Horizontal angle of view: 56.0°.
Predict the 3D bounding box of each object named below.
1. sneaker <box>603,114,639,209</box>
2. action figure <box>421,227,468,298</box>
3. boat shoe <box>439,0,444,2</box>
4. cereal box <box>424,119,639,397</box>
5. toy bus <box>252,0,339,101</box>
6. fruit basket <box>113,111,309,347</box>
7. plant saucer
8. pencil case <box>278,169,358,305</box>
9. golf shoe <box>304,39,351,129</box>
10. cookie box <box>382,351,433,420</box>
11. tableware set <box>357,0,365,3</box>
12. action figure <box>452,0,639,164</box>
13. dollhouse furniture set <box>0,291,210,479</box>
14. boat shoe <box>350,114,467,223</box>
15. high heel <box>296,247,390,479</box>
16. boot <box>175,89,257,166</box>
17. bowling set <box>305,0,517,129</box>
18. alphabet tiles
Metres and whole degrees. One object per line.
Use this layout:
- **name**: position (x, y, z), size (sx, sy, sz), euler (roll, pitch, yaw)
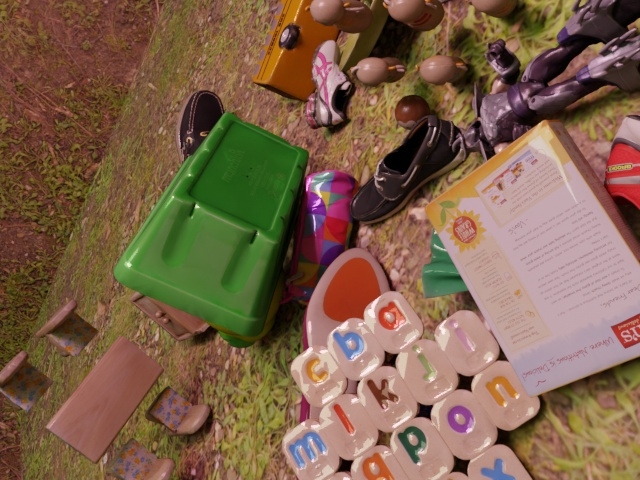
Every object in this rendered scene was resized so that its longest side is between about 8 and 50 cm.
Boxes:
- **sneaker**: position (0.363, -0.017, 0.520), size (0.279, 0.107, 0.118), euler (-126, 42, -54)
- **action figure**: position (0.234, 0.007, 0.701), size (0.232, 0.064, 0.137), euler (-5, 70, 47)
- **boat shoe**: position (0.205, -0.427, 0.900), size (0.306, 0.105, 0.113), euler (42, 110, 55)
- **cereal box**: position (0.233, 0.022, 0.624), size (0.173, 0.047, 0.240), euler (-38, 73, 40)
- **toy bus**: position (-0.023, -0.463, 1.246), size (0.130, 0.108, 0.332), euler (32, 103, 57)
- **fruit basket**: position (-0.168, 0.022, 1.051), size (0.392, 0.283, 0.392), euler (-63, 9, 17)
- **plant saucer**: position (0.094, -0.403, 1.047), size (0.241, 0.037, 0.240), euler (-160, 90, -82)
- **pencil case**: position (0.000, 0.000, 1.005), size (0.104, 0.105, 0.236), euler (-8, 67, 54)
- **golf shoe**: position (0.026, -0.300, 1.149), size (0.086, 0.067, 0.186), euler (-3, 72, 29)
- **cookie box**: position (0.112, 0.182, 0.769), size (0.040, 0.092, 0.107), euler (27, 97, 59)
- **tableware set**: position (0.081, -0.495, 1.080), size (0.128, 0.039, 0.194), euler (140, 149, -74)
- **action figure**: position (0.260, -0.182, 0.722), size (0.285, 0.099, 0.185), euler (-36, 56, 47)
- **dollhouse furniture set**: position (-0.358, 0.236, 1.203), size (0.256, 0.362, 0.394), euler (-28, 24, 49)
- **boat shoe**: position (0.114, -0.105, 0.912), size (0.233, 0.079, 0.084), euler (-39, 47, 41)
- **high heel**: position (0.026, 0.200, 0.893), size (0.181, 0.127, 0.377), euler (94, -170, -56)
- **boot**: position (-0.225, -0.205, 1.389), size (0.284, 0.138, 0.377), euler (-17, 66, 53)
- **bowling set**: position (0.136, -0.255, 0.850), size (0.287, 0.154, 0.199), euler (0, 104, 24)
- **alphabet tiles**: position (0.098, 0.214, 0.697), size (0.284, 0.021, 0.278), euler (-37, 69, 7)
